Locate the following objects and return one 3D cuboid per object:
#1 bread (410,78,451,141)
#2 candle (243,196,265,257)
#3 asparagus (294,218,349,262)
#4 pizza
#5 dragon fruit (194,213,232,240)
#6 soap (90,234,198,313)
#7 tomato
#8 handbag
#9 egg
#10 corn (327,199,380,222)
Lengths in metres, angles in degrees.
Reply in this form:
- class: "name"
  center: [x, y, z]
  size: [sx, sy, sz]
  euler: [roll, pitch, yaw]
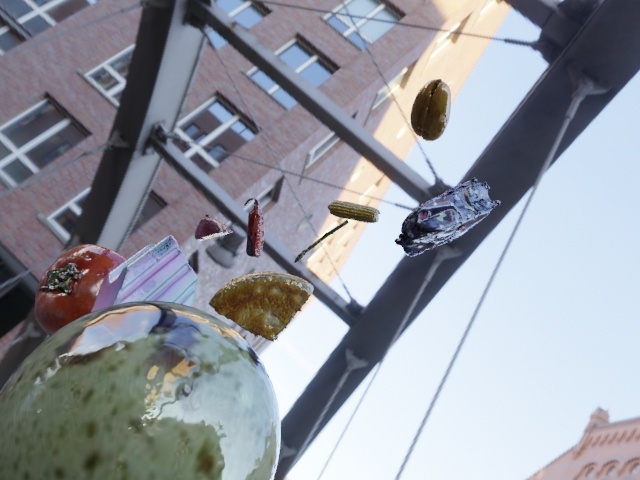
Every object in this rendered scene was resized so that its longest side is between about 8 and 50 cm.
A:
- class: "bread"
  center: [0.309, -0.362, 1.616]
  size: [0.114, 0.077, 0.189]
  euler: [36, -38, 29]
- class: "candle"
  center: [-0.161, -0.035, 1.397]
  size: [0.048, 0.053, 0.162]
  euler: [34, -50, 38]
- class: "asparagus"
  center: [0.000, 0.000, 1.354]
  size: [0.016, 0.162, 0.016]
  euler: [53, -1, 24]
- class: "pizza"
  center: [-0.180, 0.208, 1.794]
  size: [0.086, 0.335, 0.226]
  euler: [-87, 167, -78]
- class: "dragon fruit"
  center: [-0.457, -0.060, 2.403]
  size: [0.102, 0.147, 0.096]
  euler: [41, 37, -76]
- class: "soap"
  center: [-0.426, 0.144, 1.370]
  size: [0.109, 0.324, 0.193]
  euler: [-21, -74, 27]
- class: "tomato"
  center: [-0.667, 0.182, 1.680]
  size: [0.324, 0.293, 0.290]
  euler: [-1, -35, 25]
- class: "handbag"
  center: [0.299, -0.054, 1.380]
  size: [0.113, 0.260, 0.162]
  euler: [58, -24, 17]
- class: "egg"
  center: [-0.244, 0.272, 0.722]
  size: [0.345, 0.428, 0.345]
  euler: [37, 19, -15]
- class: "corn"
  center: [0.124, -0.107, 2.134]
  size: [0.207, 0.068, 0.068]
  euler: [13, -37, 19]
